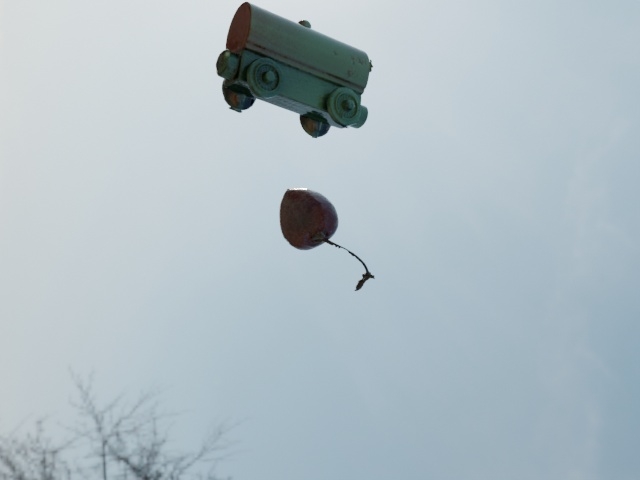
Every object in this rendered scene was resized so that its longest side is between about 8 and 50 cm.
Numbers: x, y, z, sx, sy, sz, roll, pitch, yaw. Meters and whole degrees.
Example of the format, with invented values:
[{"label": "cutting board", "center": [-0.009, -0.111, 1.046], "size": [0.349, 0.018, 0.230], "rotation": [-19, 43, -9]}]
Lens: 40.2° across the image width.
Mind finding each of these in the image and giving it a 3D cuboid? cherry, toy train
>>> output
[{"label": "cherry", "center": [0.000, 0.000, 1.553], "size": [0.107, 0.090, 0.225], "rotation": [-33, -107, 4]}, {"label": "toy train", "center": [-0.038, -0.282, 1.446], "size": [0.116, 0.285, 0.177], "rotation": [-11, -112, 57]}]
